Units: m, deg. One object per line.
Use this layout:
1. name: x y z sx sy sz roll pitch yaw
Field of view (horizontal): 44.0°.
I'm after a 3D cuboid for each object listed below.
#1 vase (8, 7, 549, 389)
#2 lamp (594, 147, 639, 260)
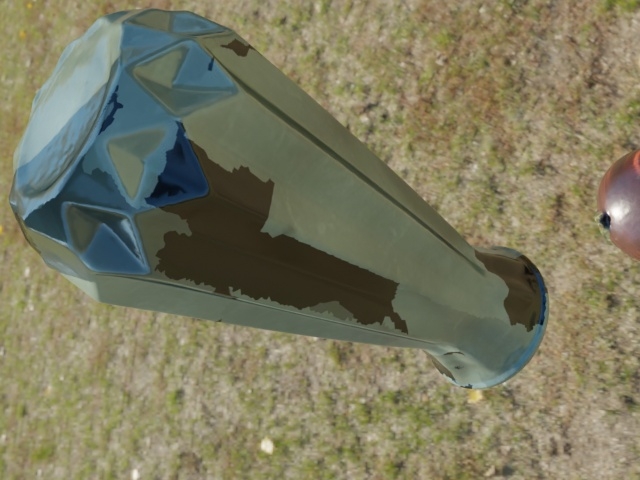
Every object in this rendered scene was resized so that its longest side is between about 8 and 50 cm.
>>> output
1. vase: 0.000 0.000 0.503 0.165 0.360 0.165 -27 50 38
2. lamp: 0.415 -0.047 0.955 0.223 0.151 0.215 91 -155 -57
